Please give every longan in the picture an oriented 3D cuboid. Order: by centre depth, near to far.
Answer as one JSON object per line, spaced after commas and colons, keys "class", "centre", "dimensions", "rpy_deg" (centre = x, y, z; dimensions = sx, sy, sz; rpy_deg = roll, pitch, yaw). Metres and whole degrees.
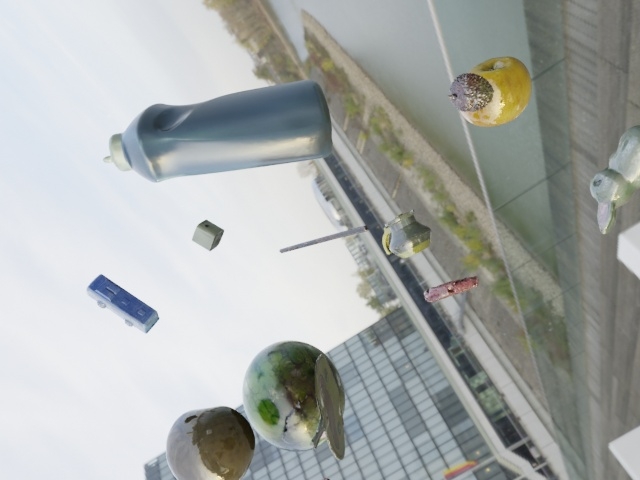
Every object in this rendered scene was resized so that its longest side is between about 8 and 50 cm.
{"class": "longan", "centre": [-0.308, 0.577, 1.406], "dimensions": [0.248, 0.248, 0.248], "rpy_deg": [57, -175, -8]}

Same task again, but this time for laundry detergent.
{"class": "laundry detergent", "centre": [-0.095, -0.097, 0.463], "dimensions": [0.061, 0.206, 0.097], "rpy_deg": [85, 172, -47]}

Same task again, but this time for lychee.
{"class": "lychee", "centre": [0.268, -0.265, 0.899], "dimensions": [0.068, 0.083, 0.067], "rpy_deg": [-104, 15, -58]}

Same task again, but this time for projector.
{"class": "projector", "centre": [-0.422, -0.020, 1.884], "dimensions": [0.082, 0.083, 0.083], "rpy_deg": [30, -155, 6]}

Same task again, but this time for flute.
{"class": "flute", "centre": [0.000, 0.000, 1.096], "dimensions": [0.014, 0.269, 0.014], "rpy_deg": [15, -112, -43]}

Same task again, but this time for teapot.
{"class": "teapot", "centre": [0.239, -0.014, 1.450], "dimensions": [0.130, 0.165, 0.119], "rpy_deg": [-25, -93, -41]}

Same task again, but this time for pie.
{"class": "pie", "centre": [0.351, 0.130, 1.344], "dimensions": [0.153, 0.153, 0.038], "rpy_deg": [38, -144, -75]}

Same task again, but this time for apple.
{"class": "apple", "centre": [0.444, -0.383, 1.283], "dimensions": [0.155, 0.182, 0.183], "rpy_deg": [69, 175, -48]}

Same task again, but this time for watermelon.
{"class": "watermelon", "centre": [-0.088, 0.500, 1.631], "dimensions": [0.363, 0.363, 0.363], "rpy_deg": [57, -175, -8]}

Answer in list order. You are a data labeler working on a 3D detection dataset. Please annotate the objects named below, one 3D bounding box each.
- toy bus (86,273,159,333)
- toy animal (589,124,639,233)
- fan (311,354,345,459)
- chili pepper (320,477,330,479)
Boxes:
{"class": "toy bus", "centre": [-0.617, 0.193, 1.566], "dimensions": [0.236, 0.079, 0.094], "rpy_deg": [33, 142, 4]}
{"class": "toy animal", "centre": [0.693, -0.142, 1.154], "dimensions": [0.127, 0.251, 0.125], "rpy_deg": [30, -172, -22]}
{"class": "fan", "centre": [0.017, 0.378, 1.098], "dimensions": [0.335, 0.011, 0.230], "rpy_deg": [-16, -89, -80]}
{"class": "chili pepper", "centre": [-0.028, 0.520, 0.927], "dimensions": [0.088, 0.169, 0.064], "rpy_deg": [44, 154, -17]}
